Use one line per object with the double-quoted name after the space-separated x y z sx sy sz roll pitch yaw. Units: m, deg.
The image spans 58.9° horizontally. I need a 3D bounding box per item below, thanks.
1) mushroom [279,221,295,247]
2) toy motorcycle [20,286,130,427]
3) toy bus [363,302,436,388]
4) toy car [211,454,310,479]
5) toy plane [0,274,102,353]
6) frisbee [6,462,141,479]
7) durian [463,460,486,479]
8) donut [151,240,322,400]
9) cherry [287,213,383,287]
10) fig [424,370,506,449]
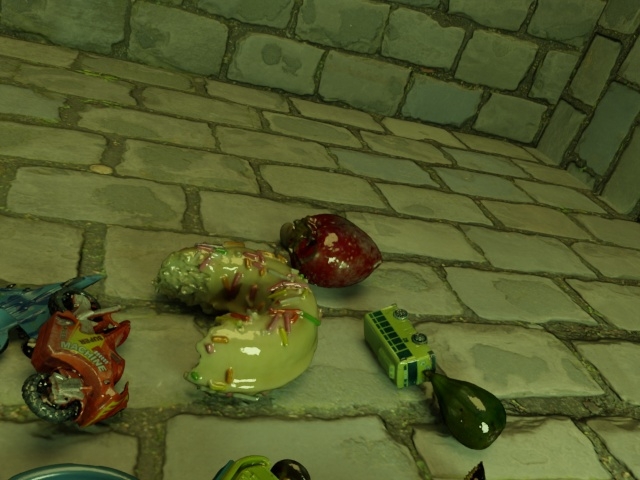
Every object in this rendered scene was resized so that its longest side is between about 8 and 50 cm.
0.000 -0.005 1.529 0.223 0.092 0.081 15 -16 -14 "mushroom"
-0.381 0.191 0.908 0.171 0.089 0.298 34 17 -28 "toy motorcycle"
0.164 0.224 1.196 0.101 0.088 0.175 -14 36 -16 "toy bus"
-0.064 0.400 0.701 0.248 0.142 0.200 45 23 7 "toy car"
-0.501 0.115 1.023 0.169 0.078 0.246 30 25 21 "toy plane"
-0.304 0.392 0.668 0.290 0.049 0.289 16 24 -7 "frisbee"
0.259 0.459 0.868 0.108 0.119 0.186 44 14 -51 "durian"
-0.148 0.135 1.115 0.307 0.150 0.371 1 32 -30 "donut"
0.042 0.031 1.386 0.250 0.175 0.192 10 15 -21 "cherry"
0.270 0.308 1.080 0.117 0.117 0.177 -18 61 -48 "fig"
